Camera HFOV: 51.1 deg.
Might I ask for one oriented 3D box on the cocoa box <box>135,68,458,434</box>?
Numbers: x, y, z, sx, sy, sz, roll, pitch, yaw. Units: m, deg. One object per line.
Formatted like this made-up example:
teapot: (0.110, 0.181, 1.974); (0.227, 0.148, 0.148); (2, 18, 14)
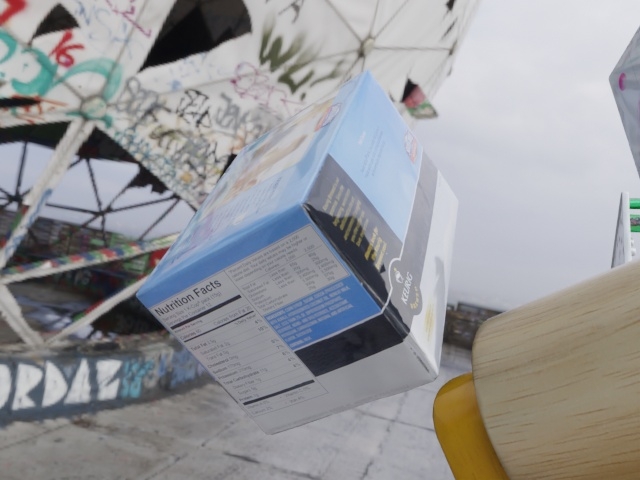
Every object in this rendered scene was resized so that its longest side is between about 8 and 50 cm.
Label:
cocoa box: (0.000, 0.000, 0.781); (0.231, 0.228, 0.347); (-27, 23, 29)

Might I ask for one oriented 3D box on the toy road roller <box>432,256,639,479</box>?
toy road roller: (0.165, 0.172, 0.264); (0.202, 0.329, 0.241); (-30, -14, 33)

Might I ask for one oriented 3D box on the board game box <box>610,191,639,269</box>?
board game box: (0.514, 0.186, 1.114); (0.050, 0.390, 0.390); (3, -40, 20)

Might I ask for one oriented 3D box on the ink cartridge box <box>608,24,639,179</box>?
ink cartridge box: (0.396, -0.127, 0.625); (0.071, 0.330, 0.324); (-3, -26, -2)
